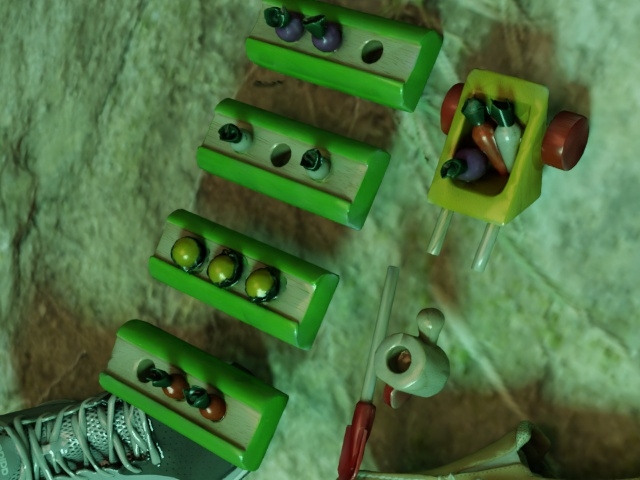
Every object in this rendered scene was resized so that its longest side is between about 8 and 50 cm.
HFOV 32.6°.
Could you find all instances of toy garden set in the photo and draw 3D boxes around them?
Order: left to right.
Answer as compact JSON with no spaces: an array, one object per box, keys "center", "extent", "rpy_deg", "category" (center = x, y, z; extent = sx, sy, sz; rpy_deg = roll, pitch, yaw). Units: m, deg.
[{"center":[0.000,0.000,0.549],"extent":[0.203,0.049,0.244],"rpy_deg":[22,88,32],"category":"toy garden set"}]

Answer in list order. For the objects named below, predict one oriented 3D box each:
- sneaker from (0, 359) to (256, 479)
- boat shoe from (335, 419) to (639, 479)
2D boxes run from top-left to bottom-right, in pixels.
[{"center":[-0.148,0.127,0.643],"extent":[0.228,0.132,0.086],"rpy_deg":[-19,78,35],"category":"sneaker"},{"center":[0.092,0.121,0.516],"extent":[0.190,0.068,0.072],"rpy_deg":[4,79,28],"category":"boat shoe"}]
